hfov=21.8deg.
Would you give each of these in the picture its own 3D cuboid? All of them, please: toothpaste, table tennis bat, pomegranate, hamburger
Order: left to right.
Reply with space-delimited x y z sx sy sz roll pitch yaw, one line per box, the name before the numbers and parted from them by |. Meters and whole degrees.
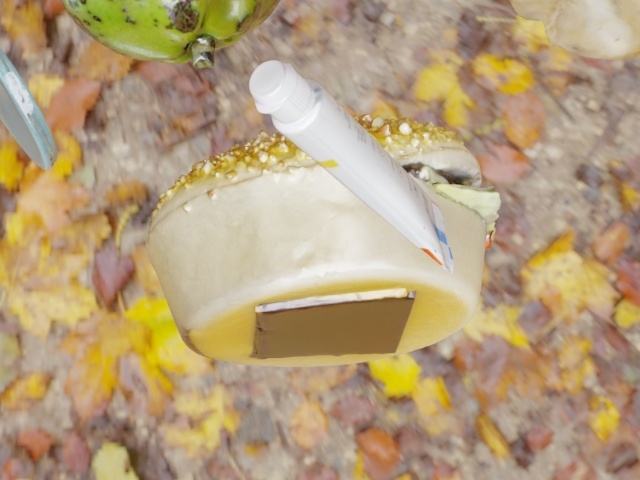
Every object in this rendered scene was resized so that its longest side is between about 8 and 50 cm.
table tennis bat | -0.307 -0.153 1.540 0.038 0.237 0.149 -34 135 -14
pomegranate | -0.137 -0.305 1.570 0.222 0.204 0.277 -1 102 -46
hamburger | 0.000 0.000 1.396 0.302 0.302 0.170 -3 70 -9
toothpaste | 0.022 -0.039 0.873 0.031 0.048 0.190 -26 144 20

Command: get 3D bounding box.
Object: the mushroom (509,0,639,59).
mushroom | 0.102 -0.150 0.634 0.088 0.212 0.097 3 131 5
